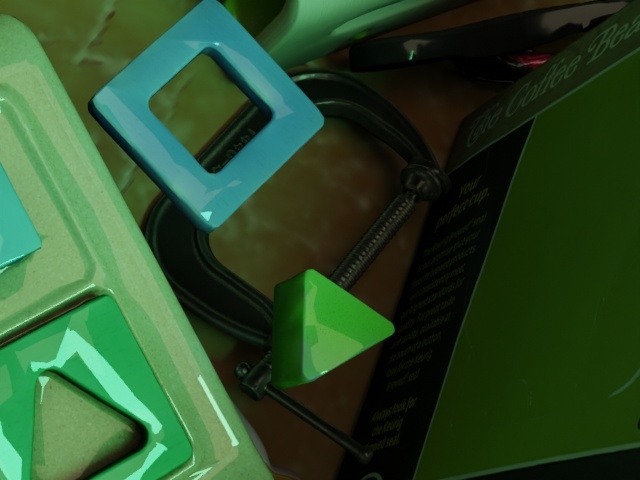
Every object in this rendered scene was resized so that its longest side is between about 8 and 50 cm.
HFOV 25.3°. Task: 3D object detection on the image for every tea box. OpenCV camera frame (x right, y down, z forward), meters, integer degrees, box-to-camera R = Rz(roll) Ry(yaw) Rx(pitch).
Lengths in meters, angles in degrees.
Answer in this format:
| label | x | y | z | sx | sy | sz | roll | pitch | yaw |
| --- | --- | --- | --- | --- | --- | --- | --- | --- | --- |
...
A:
| label | x | y | z | sx | sy | sz | roll | pitch | yaw |
| --- | --- | --- | --- | --- | --- | --- | --- | --- | --- |
| tea box | 0.165 | 0.081 | 0.512 | 0.220 | 0.329 | 0.323 | 25 | 69 | -14 |

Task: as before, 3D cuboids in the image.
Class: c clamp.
| label | x | y | z | sx | sy | sz | roll | pitch | yaw |
| --- | --- | --- | --- | --- | --- | --- | --- | --- | --- |
| c clamp | 0.000 | 0.000 | 0.619 | 0.137 | 0.022 | 0.160 | 29 | 64 | 12 |

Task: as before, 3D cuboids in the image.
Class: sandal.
| label | x | y | z | sx | sy | sz | roll | pitch | yaw |
| --- | --- | --- | --- | --- | --- | --- | --- | --- | --- |
| sandal | 0.097 | -0.086 | 0.673 | 0.179 | 0.067 | 0.040 | -13 | 93 | -24 |

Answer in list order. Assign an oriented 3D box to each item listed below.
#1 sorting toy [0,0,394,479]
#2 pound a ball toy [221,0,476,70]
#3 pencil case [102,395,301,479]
| label | x | y | z | sx | sy | sz | roll | pitch | yaw |
| --- | --- | --- | --- | --- | --- | --- | --- | --- | --- |
| sorting toy | -0.125 | 0.043 | 0.428 | 0.348 | 0.047 | 0.196 | -30 | 91 | -24 |
| pound a ball toy | 0.033 | -0.212 | 0.638 | 0.319 | 0.136 | 0.208 | -22 | 86 | -26 |
| pencil case | -0.134 | 0.030 | 0.521 | 0.284 | 0.124 | 0.124 | 48 | 65 | -4 |
